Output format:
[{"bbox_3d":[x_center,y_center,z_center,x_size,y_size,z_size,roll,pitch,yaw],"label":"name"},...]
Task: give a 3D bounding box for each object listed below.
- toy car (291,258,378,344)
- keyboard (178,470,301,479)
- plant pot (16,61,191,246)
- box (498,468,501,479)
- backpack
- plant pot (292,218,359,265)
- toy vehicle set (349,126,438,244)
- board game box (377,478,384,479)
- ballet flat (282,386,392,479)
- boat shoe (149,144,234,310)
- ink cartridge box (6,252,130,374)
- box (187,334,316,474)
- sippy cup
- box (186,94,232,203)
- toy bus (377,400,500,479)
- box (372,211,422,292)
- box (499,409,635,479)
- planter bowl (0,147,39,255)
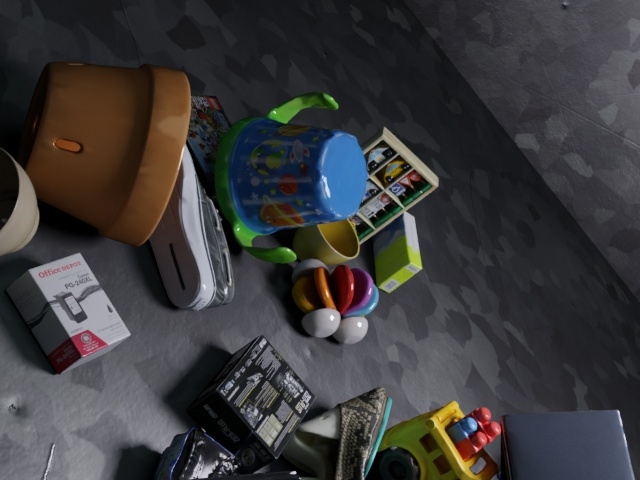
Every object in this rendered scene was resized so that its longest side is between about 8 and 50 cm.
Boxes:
[{"bbox_3d":[0.038,0.104,1.859,0.182,0.136,0.159,19,45,-43],"label":"toy car"},{"bbox_3d":[-0.153,0.427,1.312,0.317,0.033,0.201,4,78,-34],"label":"keyboard"},{"bbox_3d":[-0.349,-0.154,1.493,0.204,0.291,0.290,15,46,-24],"label":"plant pot"},{"bbox_3d":[0.471,0.517,2.039,0.137,0.126,0.072,54,33,2],"label":"box"},{"bbox_3d":[-0.187,0.343,1.375,0.105,0.084,0.114,44,39,-18],"label":"backpack"},{"bbox_3d":[0.000,0.000,1.946,0.134,0.095,0.134,37,35,-31],"label":"plant pot"},{"bbox_3d":[0.095,-0.101,2.011,0.166,0.267,0.035,40,33,-20],"label":"toy vehicle set"},{"bbox_3d":[0.170,0.518,1.725,0.136,0.035,0.201,1,58,-53],"label":"board game box"},{"bbox_3d":[0.009,0.400,1.539,0.182,0.164,0.482,19,40,-6],"label":"ballet flat"},{"bbox_3d":[-0.236,-0.032,1.673,0.119,0.121,0.335,13,60,-57],"label":"boat shoe"},{"bbox_3d":[-0.366,0.103,1.394,0.150,0.063,0.109,57,31,5],"label":"ink cartridge box"},{"bbox_3d":[-0.108,0.266,1.562,0.147,0.078,0.180,49,32,-7],"label":"box"},{"bbox_3d":[-0.042,-0.122,1.808,0.240,0.224,0.305,-20,107,-55],"label":"sippy cup"},{"bbox_3d":[-0.219,-0.181,1.886,0.159,0.044,0.233,-9,67,-55],"label":"box"},{"bbox_3d":[0.240,0.397,1.702,0.220,0.211,0.149,59,30,9],"label":"toy bus"},{"bbox_3d":[0.167,0.017,2.141,0.042,0.109,0.178,28,39,-29],"label":"box"},{"bbox_3d":[0.440,0.536,1.713,0.293,0.212,0.395,-87,170,-45],"label":"box"},{"bbox_3d":[-0.464,-0.042,1.341,0.109,0.162,0.162,52,15,-65],"label":"planter bowl"}]
